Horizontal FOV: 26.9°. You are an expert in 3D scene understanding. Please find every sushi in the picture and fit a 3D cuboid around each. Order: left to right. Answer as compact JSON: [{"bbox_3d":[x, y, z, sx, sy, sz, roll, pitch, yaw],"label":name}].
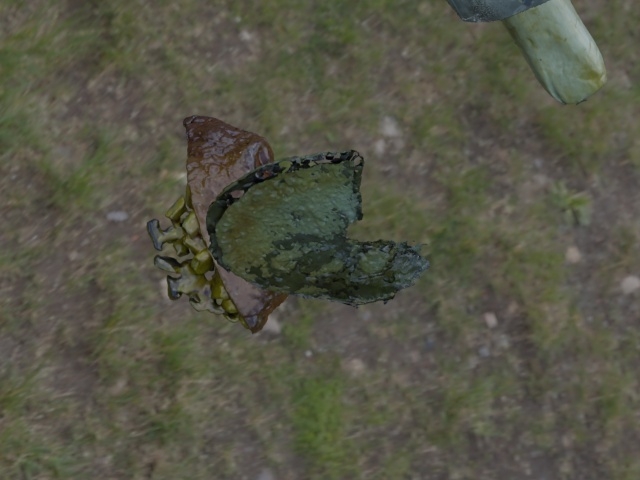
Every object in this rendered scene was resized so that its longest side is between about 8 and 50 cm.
[{"bbox_3d":[-0.126,-0.022,1.818,0.167,0.179,0.296,-51,127,-70],"label":"sushi"}]

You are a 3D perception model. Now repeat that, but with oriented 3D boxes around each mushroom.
[{"bbox_3d":[0.306,-0.315,1.866,0.312,0.100,0.081,52,28,-35],"label":"mushroom"}]

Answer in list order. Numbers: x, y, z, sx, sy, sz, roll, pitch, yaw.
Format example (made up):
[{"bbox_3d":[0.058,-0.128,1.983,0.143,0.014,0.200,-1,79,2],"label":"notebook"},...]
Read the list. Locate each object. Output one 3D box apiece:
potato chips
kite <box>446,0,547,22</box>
[{"bbox_3d":[0.000,-0.003,1.290,0.220,0.202,0.029,40,33,-35],"label":"potato chips"},{"bbox_3d":[0.145,-0.176,0.776,0.141,0.245,0.015,48,61,-43],"label":"kite"}]
